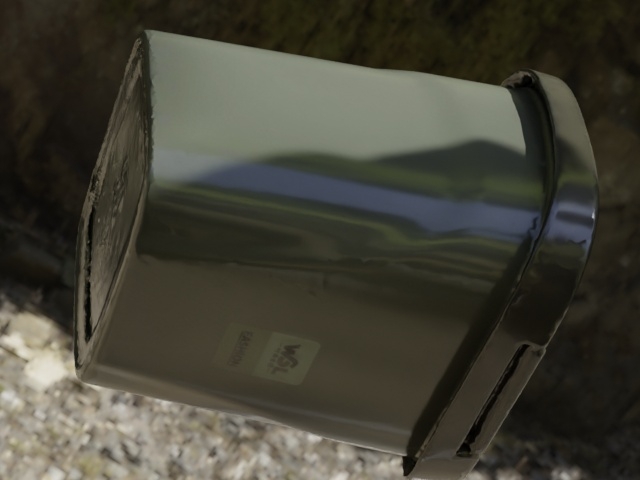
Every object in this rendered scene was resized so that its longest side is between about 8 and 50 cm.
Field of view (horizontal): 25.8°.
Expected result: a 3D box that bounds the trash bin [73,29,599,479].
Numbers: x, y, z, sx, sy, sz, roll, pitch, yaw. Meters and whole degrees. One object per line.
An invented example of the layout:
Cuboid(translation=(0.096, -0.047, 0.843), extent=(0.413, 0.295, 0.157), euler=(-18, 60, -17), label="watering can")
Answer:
Cuboid(translation=(0.000, 0.000, 0.798), extent=(0.250, 0.219, 0.219), euler=(12, 36, -17), label="trash bin")
